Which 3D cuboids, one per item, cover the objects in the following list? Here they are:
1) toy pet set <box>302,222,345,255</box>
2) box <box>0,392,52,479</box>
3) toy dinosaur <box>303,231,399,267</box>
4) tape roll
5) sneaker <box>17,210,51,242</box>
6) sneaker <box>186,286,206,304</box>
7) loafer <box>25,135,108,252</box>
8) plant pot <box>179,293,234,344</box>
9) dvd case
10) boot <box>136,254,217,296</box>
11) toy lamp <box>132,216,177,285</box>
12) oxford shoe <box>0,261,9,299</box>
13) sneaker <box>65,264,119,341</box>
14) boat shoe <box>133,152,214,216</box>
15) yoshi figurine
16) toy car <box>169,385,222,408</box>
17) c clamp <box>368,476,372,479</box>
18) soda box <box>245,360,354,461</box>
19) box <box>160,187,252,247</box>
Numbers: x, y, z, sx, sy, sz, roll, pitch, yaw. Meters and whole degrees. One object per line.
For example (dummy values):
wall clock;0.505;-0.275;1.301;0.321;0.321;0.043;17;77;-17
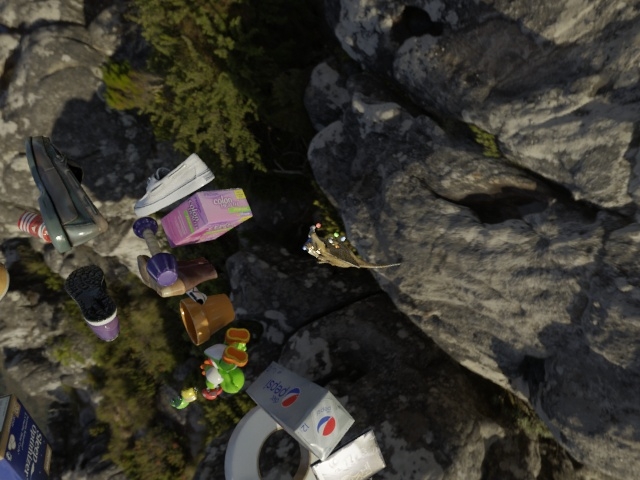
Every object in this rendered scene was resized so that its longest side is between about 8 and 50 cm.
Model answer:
toy pet set;0.000;0.000;1.472;0.114;0.122;0.065;-56;26;9
box;-0.569;0.420;0.808;0.136;0.036;0.225;-128;30;-51
toy dinosaur;0.037;0.028;0.681;0.092;0.183;0.053;27;96;54
tape roll;-0.137;0.756;1.452;0.072;0.392;0.392;-30;75;52
sneaker;-0.730;-0.052;1.166;0.128;0.221;0.087;19;92;5
sneaker;-0.501;0.217;1.675;0.109;0.044;0.040;38;108;-25
loafer;-0.436;-0.090;0.722;0.267;0.084;0.096;55;152;30
plant pot;-0.488;0.326;1.841;0.205;0.187;0.205;35;134;45
dvd case;0.091;0.713;1.328;0.221;0.018;0.165;-25;110;-14
boot;-0.515;0.103;1.498;0.248;0.206;0.090;35;130;34
toy lamp;-0.440;0.027;1.124;0.080;0.080;0.275;-60;41;15
oxford shoe;-0.797;0.115;0.829;0.449;0.130;0.169;-13;71;19
sneaker;-0.674;0.190;1.249;0.283;0.107;0.124;44;143;40
boat shoe;-0.374;-0.138;1.028;0.258;0.095;0.084;-22;110;24
yoshi figurine;-0.378;0.540;1.808;0.203;0.203;0.362;49;132;19
toy car;-0.590;0.720;1.911;0.225;0.239;0.053;-28;64;20
c clamp;0.128;0.943;1.670;0.160;0.022;0.137;0;65;22
soda box;-0.055;0.346;0.884;0.091;0.098;0.286;52;156;-15
box;-0.417;-0.083;1.541;0.243;0.213;0.117;-27;84;35
